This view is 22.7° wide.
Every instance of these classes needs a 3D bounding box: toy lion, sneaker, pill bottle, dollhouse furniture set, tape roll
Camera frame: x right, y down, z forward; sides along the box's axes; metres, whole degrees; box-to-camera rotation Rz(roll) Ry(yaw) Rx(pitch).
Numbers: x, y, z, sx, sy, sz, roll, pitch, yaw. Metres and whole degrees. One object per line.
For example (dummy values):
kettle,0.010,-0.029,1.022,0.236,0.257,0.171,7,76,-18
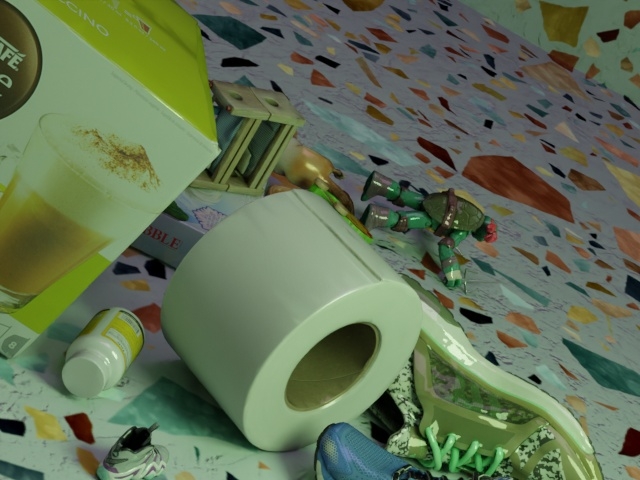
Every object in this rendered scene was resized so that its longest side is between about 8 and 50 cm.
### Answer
toy lion,0.031,-0.034,2.232,0.096,0.034,0.100,34,14,-44
sneaker,-0.174,0.206,1.591,0.038,0.069,0.098,40,26,20
sneaker,0.152,0.227,1.893,0.410,0.158,0.182,40,57,18
pill bottle,-0.233,0.121,1.695,0.065,0.065,0.116,30,24,0
dollhouse furniture set,-0.140,-0.169,2.116,0.129,0.129,0.184,7,34,-43
tape roll,-0.032,0.089,1.764,0.246,0.246,0.169,0,37,-48
sneaker,0.144,0.286,1.696,0.330,0.147,0.130,33,24,9

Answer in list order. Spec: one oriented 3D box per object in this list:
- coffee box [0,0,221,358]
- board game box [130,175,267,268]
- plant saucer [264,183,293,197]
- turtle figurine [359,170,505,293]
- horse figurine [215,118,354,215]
coffee box,-0.344,-0.158,1.689,0.337,0.334,0.338,39,18,-25
board game box,-0.230,-0.092,2.108,0.318,0.066,0.319,27,24,-9
plant saucer,0.000,0.000,2.184,0.200,0.037,0.200,35,15,-11
turtle figurine,0.176,-0.023,2.381,0.234,0.118,0.175,19,26,-10
horse figurine,-0.052,-0.120,2.327,0.263,0.066,0.174,32,3,4
